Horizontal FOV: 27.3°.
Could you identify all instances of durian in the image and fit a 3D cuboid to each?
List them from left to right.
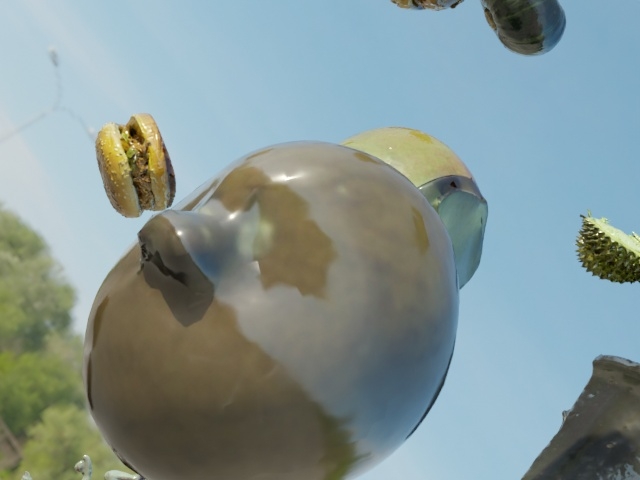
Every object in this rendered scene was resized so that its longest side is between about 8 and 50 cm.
[{"bbox_3d":[0.479,0.010,2.183,0.215,0.100,0.086,43,-47,42],"label":"durian"}]

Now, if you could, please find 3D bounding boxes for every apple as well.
[{"bbox_3d":[0.047,-0.009,1.204,0.173,0.188,0.207,66,-14,5],"label":"apple"}]

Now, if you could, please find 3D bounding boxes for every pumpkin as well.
[{"bbox_3d":[0.313,-0.365,2.034,0.167,0.125,0.167,61,-11,20],"label":"pumpkin"}]

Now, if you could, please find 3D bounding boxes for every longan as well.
[{"bbox_3d":[-0.038,0.060,0.975,0.243,0.300,0.300,30,-29,42],"label":"longan"}]

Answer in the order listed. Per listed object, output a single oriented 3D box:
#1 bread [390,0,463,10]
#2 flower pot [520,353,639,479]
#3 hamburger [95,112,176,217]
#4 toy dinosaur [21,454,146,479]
[{"bbox_3d":[0.177,-0.468,2.101,0.120,0.236,0.198,15,-70,24],"label":"bread"},{"bbox_3d":[0.444,0.401,2.015,0.379,0.251,0.379,40,-31,31],"label":"flower pot"},{"bbox_3d":[-0.330,-0.134,2.306,0.182,0.118,0.191,97,-23,-47],"label":"hamburger"},{"bbox_3d":[-0.278,0.333,1.428,0.167,0.242,0.053,42,-21,-13],"label":"toy dinosaur"}]
